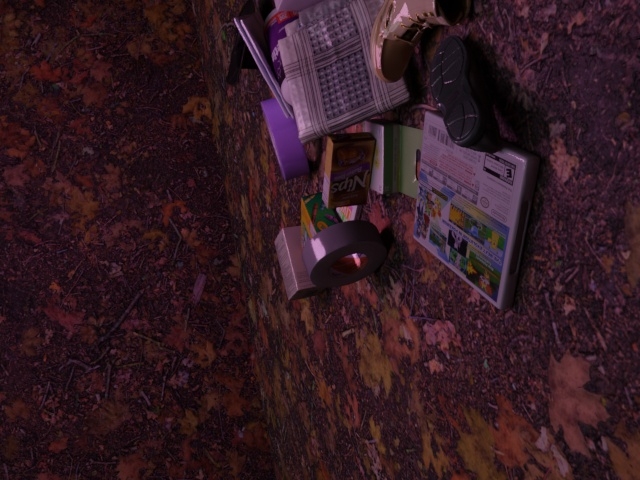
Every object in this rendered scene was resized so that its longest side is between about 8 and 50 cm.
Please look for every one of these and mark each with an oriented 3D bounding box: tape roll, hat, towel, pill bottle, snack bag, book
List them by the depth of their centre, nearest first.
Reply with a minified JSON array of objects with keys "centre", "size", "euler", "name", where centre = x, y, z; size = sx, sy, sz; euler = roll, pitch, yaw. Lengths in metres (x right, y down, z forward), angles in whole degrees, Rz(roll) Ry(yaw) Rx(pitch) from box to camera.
[{"centre":[0.049,-0.425,1.399],"size":[0.312,0.056,0.324],"euler":[-16,78,32],"name":"towel"},{"centre":[0.064,0.039,1.592],"size":[0.219,0.219,0.072],"euler":[108,148,-52],"name":"tape roll"},{"centre":[-0.043,-0.505,1.700],"size":[0.181,0.182,0.322],"euler":[118,138,-60],"name":"pill bottle"},{"centre":[0.087,-0.095,1.756],"size":[0.096,0.035,0.144],"euler":[-123,31,-41],"name":"book"},{"centre":[-0.142,-0.550,1.847],"size":[0.323,0.037,0.342],"euler":[60,-165,-18],"name":"snack bag"},{"centre":[-0.119,-0.344,2.010],"size":[0.275,0.090,0.274],"euler":[162,90,-87],"name":"tape roll"},{"centre":[-0.251,-0.732,2.257],"size":[0.331,0.134,0.331],"euler":[-169,90,-67],"name":"hat"}]

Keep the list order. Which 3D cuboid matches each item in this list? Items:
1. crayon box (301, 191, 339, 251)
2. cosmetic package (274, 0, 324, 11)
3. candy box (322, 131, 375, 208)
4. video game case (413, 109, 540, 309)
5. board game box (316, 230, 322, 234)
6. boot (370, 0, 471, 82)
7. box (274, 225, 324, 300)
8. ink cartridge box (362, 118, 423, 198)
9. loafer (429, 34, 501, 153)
[{"centre":[0.000,0.000,1.902],"size":[0.278,0.081,0.165],"euler":[92,160,-54],"name":"crayon box"},{"centre":[-0.028,-0.806,1.454],"size":[0.161,0.230,0.453],"euler":[145,115,-69],"name":"cosmetic package"},{"centre":[0.068,-0.173,1.493],"size":[0.053,0.109,0.186],"euler":[-115,23,-49],"name":"candy box"},{"centre":[0.290,-0.072,1.185],"size":[0.329,0.036,0.299],"euler":[-132,37,-55],"name":"video game case"},{"centre":[0.046,0.028,1.754],"size":[0.170,0.141,0.048],"euler":[110,145,-53],"name":"board game box"},{"centre":[0.195,-0.426,1.178],"size":[0.203,0.095,0.261],"euler":[48,128,55],"name":"boot"},{"centre":[-0.066,0.077,2.113],"size":[0.148,0.127,0.232],"euler":[129,130,-65],"name":"box"},{"centre":[0.172,-0.194,1.435],"size":[0.235,0.056,0.171],"euler":[-138,44,-64],"name":"ink cartridge box"},{"centre":[0.265,-0.261,1.091],"size":[0.096,0.084,0.267],"euler":[-39,41,40],"name":"loafer"}]
